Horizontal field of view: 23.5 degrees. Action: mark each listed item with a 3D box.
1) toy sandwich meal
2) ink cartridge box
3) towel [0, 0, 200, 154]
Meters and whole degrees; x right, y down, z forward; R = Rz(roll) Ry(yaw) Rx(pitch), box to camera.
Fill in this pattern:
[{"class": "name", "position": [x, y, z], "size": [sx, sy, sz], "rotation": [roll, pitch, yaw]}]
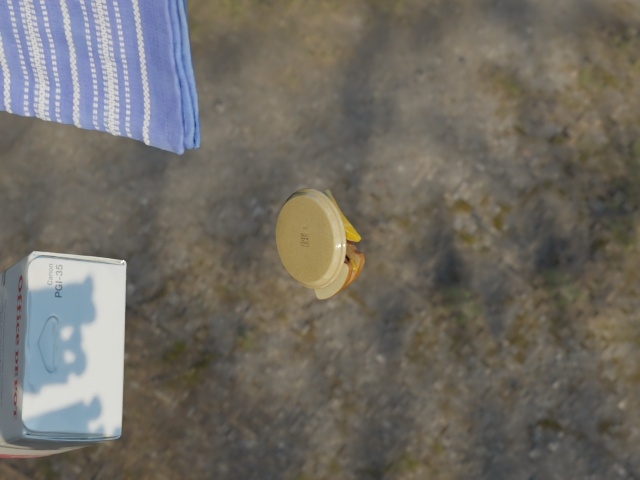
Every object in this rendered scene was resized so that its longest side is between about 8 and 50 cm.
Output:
[{"class": "toy sandwich meal", "position": [0.000, 0.000, 1.167], "size": [0.029, 0.085, 0.085], "rotation": [-9, 53, -42]}, {"class": "ink cartridge box", "position": [-0.322, 0.140, 1.782], "size": [0.117, 0.283, 0.207], "rotation": [6, 77, -25]}, {"class": "towel", "position": [-0.270, -0.196, 1.373], "size": [0.336, 0.243, 0.040], "rotation": [12, 48, 12]}]
